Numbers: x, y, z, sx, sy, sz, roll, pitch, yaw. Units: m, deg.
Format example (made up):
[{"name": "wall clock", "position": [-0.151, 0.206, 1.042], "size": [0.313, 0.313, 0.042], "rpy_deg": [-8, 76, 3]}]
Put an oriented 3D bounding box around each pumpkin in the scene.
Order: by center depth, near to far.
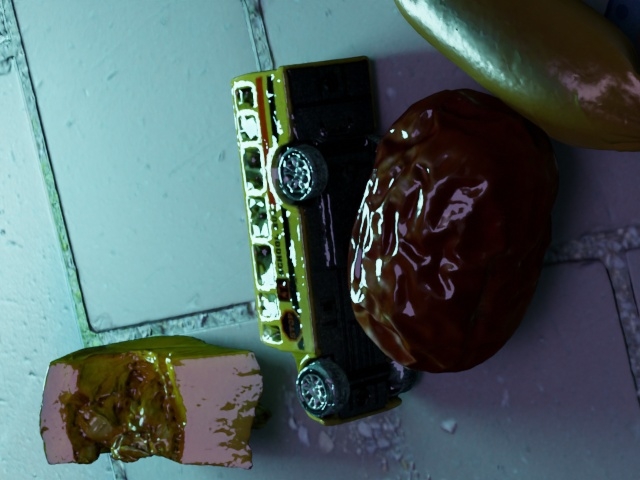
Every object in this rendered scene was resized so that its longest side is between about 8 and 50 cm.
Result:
[{"name": "pumpkin", "position": [-0.157, 0.165, 1.887], "size": [0.248, 0.126, 0.131], "rpy_deg": [2, 92, 18]}]

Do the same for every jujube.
[{"name": "jujube", "position": [0.115, -0.008, 1.609], "size": [0.174, 0.174, 0.250], "rpy_deg": [24, 118, 32]}]

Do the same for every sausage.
[{"name": "sausage", "position": [0.186, -0.160, 1.537], "size": [0.328, 0.112, 0.112], "rpy_deg": [43, 122, 33]}]

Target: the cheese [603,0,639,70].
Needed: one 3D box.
[{"name": "cheese", "position": [0.337, -0.131, 1.467], "size": [0.286, 0.074, 0.189], "rpy_deg": [35, 119, 36]}]

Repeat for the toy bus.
[{"name": "toy bus", "position": [0.000, 0.000, 1.725], "size": [0.123, 0.121, 0.335], "rpy_deg": [1, 100, 46]}]
